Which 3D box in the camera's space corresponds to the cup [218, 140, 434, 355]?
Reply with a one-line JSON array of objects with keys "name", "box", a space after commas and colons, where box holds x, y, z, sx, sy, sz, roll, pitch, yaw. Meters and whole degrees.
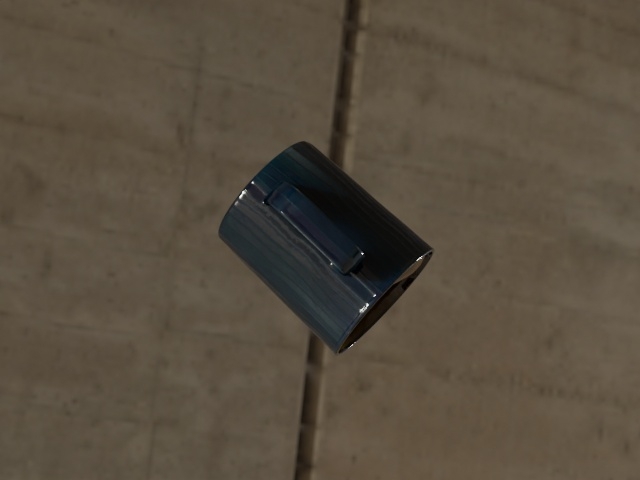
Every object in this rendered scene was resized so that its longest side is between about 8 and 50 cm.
[{"name": "cup", "box": [0.006, -0.005, 1.087, 0.138, 0.113, 0.150, 43, 147, 10]}]
